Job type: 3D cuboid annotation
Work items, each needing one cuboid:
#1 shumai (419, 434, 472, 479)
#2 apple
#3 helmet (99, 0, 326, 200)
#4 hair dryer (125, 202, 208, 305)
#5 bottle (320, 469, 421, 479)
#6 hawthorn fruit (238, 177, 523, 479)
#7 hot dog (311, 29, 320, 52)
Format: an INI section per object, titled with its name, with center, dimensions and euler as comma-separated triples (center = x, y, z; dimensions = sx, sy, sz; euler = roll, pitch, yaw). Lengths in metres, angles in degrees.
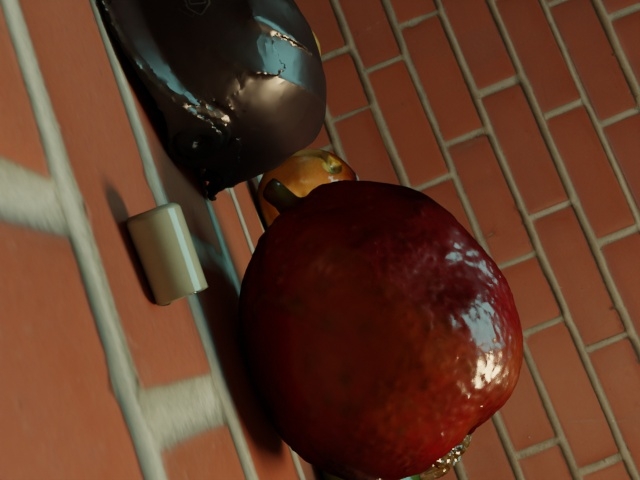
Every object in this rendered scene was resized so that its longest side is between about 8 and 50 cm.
[shumai]
center = 0.166, 0.269, 1.466
dimensions = 0.283, 0.217, 0.346
euler = 74, 7, -46
[apple]
center = -0.026, -0.073, 1.327
dimensions = 0.199, 0.199, 0.199
euler = -20, 90, -87
[helmet]
center = -0.090, -0.187, 0.798
dimensions = 0.305, 0.177, 0.225
euler = 67, 6, -68
[hair dryer]
center = -0.105, 0.009, 0.549
dimensions = 0.124, 0.038, 0.063
euler = -174, -116, -85
[bottle]
center = 0.038, 0.221, 0.945
dimensions = 0.112, 0.112, 0.260
euler = 64, 5, -63
[hawthorn fruit]
center = 0.039, 0.070, 0.735
dimensions = 0.307, 0.265, 0.265
euler = 51, 0, 10
[hot dog]
center = -0.099, -0.251, 1.056
dimensions = 0.153, 0.150, 0.257
euler = 53, -14, -1
